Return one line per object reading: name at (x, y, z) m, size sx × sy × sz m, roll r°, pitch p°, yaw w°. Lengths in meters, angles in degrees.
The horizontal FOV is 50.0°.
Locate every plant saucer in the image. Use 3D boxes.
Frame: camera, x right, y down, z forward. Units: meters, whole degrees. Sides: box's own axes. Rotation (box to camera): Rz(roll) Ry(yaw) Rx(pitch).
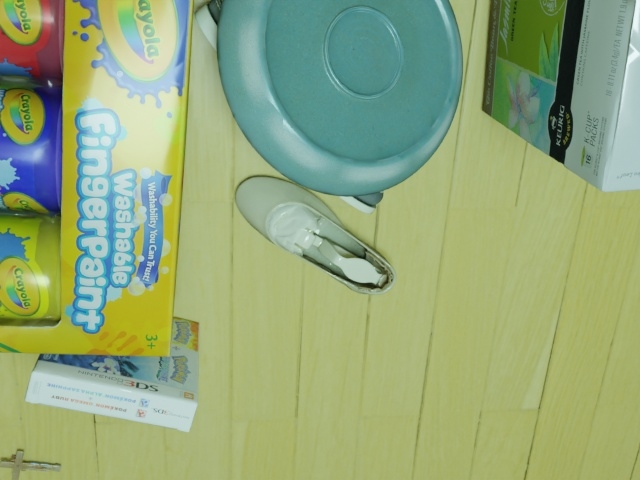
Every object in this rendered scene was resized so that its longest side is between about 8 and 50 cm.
plant saucer at (0.042, -0.208, 0.773) m, size 0.318 × 0.044 × 0.317 m, roll -2°, pitch 95°, yaw -27°

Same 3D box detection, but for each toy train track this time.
toy train track at (-0.427, 0.330, 1.013) m, size 0.083 × 0.014 × 0.048 m, roll 12°, pitch 103°, yaw -19°

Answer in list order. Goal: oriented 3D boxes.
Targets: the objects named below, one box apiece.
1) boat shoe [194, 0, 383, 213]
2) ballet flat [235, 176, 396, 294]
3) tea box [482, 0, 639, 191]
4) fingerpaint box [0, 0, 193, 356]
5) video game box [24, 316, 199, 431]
boat shoe at (-0.010, -0.168, 0.816) m, size 0.099 × 0.116 × 0.319 m, roll -37°, pitch 108°, yaw 11°
ballet flat at (0.000, 0.000, 0.904) m, size 0.248 × 0.086 × 0.086 m, roll 31°, pitch 104°, yaw -19°
tea box at (0.390, -0.214, 0.743) m, size 0.329 × 0.323 × 0.219 m, roll -5°, pitch 114°, yaw -8°
fingerpaint box at (-0.335, -0.106, 0.741) m, size 0.371 × 0.163 × 0.444 m, roll 4°, pitch 107°, yaw -13°
video game box at (-0.247, 0.146, 0.859) m, size 0.187 × 0.205 × 0.048 m, roll 17°, pitch 107°, yaw -16°
